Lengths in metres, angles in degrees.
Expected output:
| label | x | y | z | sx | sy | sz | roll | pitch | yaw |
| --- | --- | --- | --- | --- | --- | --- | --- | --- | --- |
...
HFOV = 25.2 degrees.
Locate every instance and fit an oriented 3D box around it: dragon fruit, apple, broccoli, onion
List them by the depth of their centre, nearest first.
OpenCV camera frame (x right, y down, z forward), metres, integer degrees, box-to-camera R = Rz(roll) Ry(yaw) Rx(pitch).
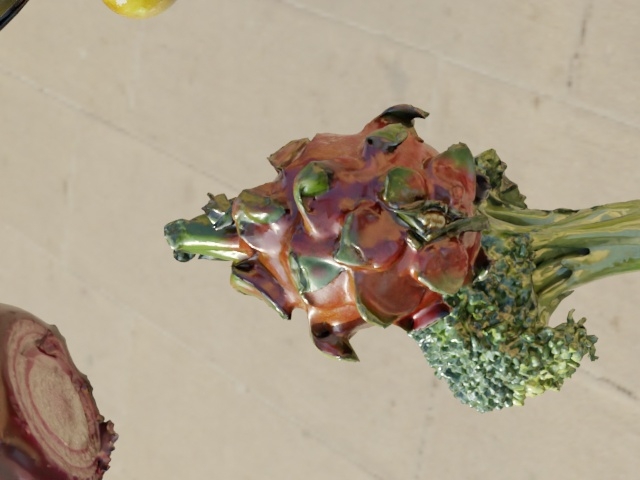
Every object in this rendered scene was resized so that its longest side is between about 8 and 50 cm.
| label | x | y | z | sx | sy | sz | roll | pitch | yaw |
| --- | --- | --- | --- | --- | --- | --- | --- | --- | --- |
| dragon fruit | 0.003 | 0.002 | 0.903 | 0.236 | 0.135 | 0.137 | -20 | 98 | 31 |
| onion | -0.251 | 0.124 | 0.987 | 0.135 | 0.198 | 0.173 | -35 | 62 | 17 |
| apple | -0.187 | -0.292 | 1.537 | 0.099 | 0.114 | 0.102 | 54 | 137 | -2 |
| broccoli | 0.218 | 0.051 | 1.638 | 0.375 | 0.302 | 0.249 | -97 | 17 | -62 |

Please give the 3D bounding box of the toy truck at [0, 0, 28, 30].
| label | x | y | z | sx | sy | sz | roll | pitch | yaw |
| --- | --- | --- | --- | --- | --- | --- | --- | --- | --- |
| toy truck | -0.179 | -0.031 | 0.363 | 0.257 | 0.127 | 0.127 | -49 | 27 | -9 |
